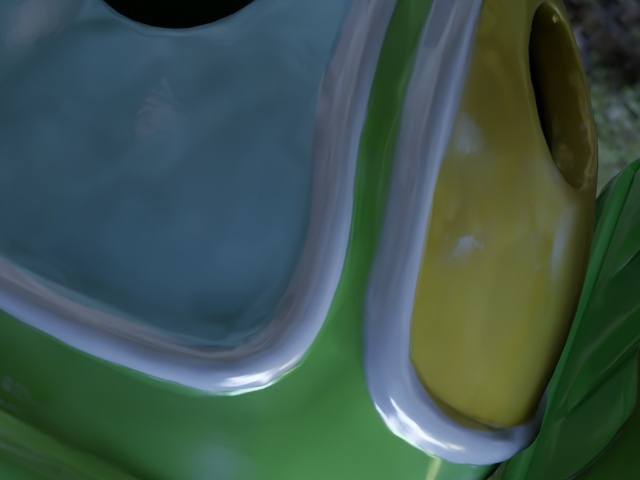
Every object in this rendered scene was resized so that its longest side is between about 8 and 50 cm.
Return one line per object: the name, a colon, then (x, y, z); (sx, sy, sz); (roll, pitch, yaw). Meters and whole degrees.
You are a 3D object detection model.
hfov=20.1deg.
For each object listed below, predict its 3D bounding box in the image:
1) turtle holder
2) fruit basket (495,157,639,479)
turtle holder: (-0.016, -0.005, 0.546); (0.243, 0.227, 0.320); (9, -155, -47)
fruit basket: (0.218, 0.154, 0.861); (0.283, 0.392, 0.392); (21, 172, 7)
